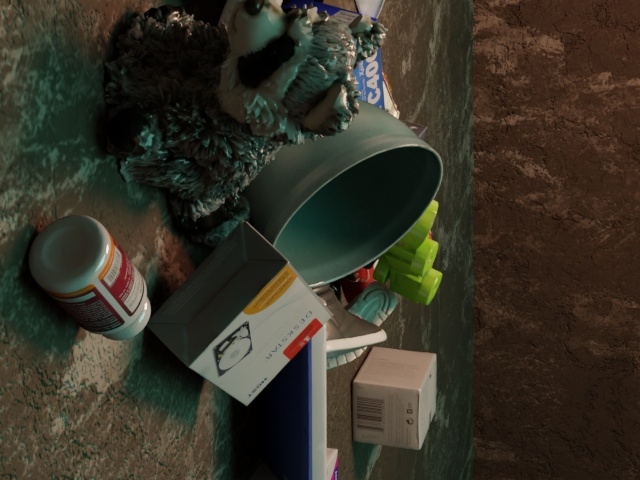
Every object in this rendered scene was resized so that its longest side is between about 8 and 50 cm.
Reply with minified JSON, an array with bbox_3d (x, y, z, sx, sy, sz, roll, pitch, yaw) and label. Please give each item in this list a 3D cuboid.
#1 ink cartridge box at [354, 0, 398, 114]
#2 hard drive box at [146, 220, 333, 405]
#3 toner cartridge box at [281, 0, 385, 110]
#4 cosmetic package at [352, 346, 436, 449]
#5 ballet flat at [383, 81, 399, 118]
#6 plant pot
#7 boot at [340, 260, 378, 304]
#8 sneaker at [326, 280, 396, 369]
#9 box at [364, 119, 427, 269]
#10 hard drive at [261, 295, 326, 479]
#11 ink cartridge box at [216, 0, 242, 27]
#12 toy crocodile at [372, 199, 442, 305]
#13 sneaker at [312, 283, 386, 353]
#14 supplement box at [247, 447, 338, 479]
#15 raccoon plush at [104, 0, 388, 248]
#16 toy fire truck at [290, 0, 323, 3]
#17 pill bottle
[{"bbox_3d":[0.086,-0.430,1.785,0.308,0.091,0.385,-96,166,-67],"label":"ink cartridge box"},{"bbox_3d":[-0.099,0.102,1.456,0.181,0.089,0.232,-47,156,-4],"label":"hard drive box"},{"bbox_3d":[0.020,-0.199,1.764,0.075,0.165,0.348,-37,135,-33],"label":"toner cartridge box"},{"bbox_3d":[0.164,0.343,2.428,0.184,0.151,0.151,-50,142,-63],"label":"cosmetic package"},{"bbox_3d":[0.071,-0.235,2.018,0.409,0.147,0.147,43,53,-70],"label":"ballet flat"},{"bbox_3d":[0.003,-0.098,1.608,0.196,0.293,0.293,54,-2,27],"label":"plant pot"},{"bbox_3d":[0.043,0.058,2.098,0.176,0.088,0.244,-51,144,-49],"label":"boot"},{"bbox_3d":[0.047,0.172,2.061,0.235,0.090,0.095,-37,177,-34],"label":"sneaker"},{"bbox_3d":[0.119,-0.085,2.013,0.233,0.059,0.183,-50,151,-47],"label":"box"},{"bbox_3d":[-0.043,0.224,1.701,0.210,0.040,0.319,-150,-123,-65],"label":"hard drive"},{"bbox_3d":[-0.092,-0.315,1.525,0.275,0.060,0.239,-72,-172,-50],"label":"ink cartridge box"},{"bbox_3d":[0.158,0.023,1.942,0.105,0.115,0.340,-60,162,-18],"label":"toy crocodile"},{"bbox_3d":[0.021,0.123,1.883,0.295,0.104,0.147,4,65,-65],"label":"sneaker"},{"bbox_3d":[-0.052,0.424,1.797,0.220,0.113,0.111,-41,132,-69],"label":"supplement box"},{"bbox_3d":[-0.053,-0.137,1.330,0.446,0.299,0.216,53,43,-66],"label":"raccoon plush"},{"bbox_3d":[-0.031,-0.458,1.764,0.192,0.047,0.135,52,44,-67],"label":"toy fire truck"},{"bbox_3d":[-0.232,0.045,1.145,0.152,0.086,0.086,66,32,-58],"label":"pill bottle"}]
